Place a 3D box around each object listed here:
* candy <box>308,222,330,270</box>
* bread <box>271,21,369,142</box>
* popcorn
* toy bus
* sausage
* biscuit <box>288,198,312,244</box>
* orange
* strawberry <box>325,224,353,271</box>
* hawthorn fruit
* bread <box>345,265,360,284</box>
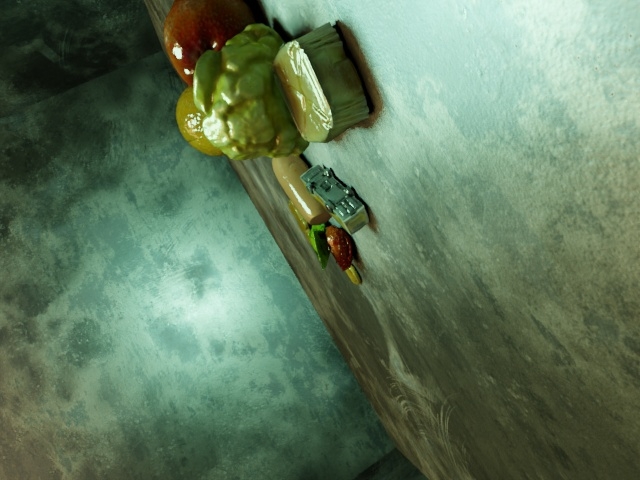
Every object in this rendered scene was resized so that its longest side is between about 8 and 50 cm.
[{"bbox_3d":[0.000,0.000,1.489,0.246,0.069,0.149,-78,-33,-71],"label":"candy"},{"bbox_3d":[0.002,-0.322,0.856,0.210,0.109,0.192,62,161,-11],"label":"bread"},{"bbox_3d":[-0.150,-0.359,1.012,0.334,0.293,0.293,-88,13,-55],"label":"popcorn"},{"bbox_3d":[0.040,-0.128,1.211,0.268,0.092,0.106,48,173,42],"label":"toy bus"},{"bbox_3d":[-0.066,-0.191,1.402,0.304,0.121,0.121,57,168,21],"label":"sausage"},{"bbox_3d":[-0.084,-0.088,1.915,0.240,0.035,0.158,61,170,0],"label":"biscuit"},{"bbox_3d":[-0.449,-0.532,1.735,0.357,0.321,0.322,-105,-7,-60],"label":"orange"},{"bbox_3d":[0.077,0.023,1.447,0.121,0.082,0.188,-96,-19,-54],"label":"strawberry"},{"bbox_3d":[-0.315,-0.579,1.174,0.311,0.294,0.295,52,166,47],"label":"hawthorn fruit"},{"bbox_3d":[0.125,0.130,1.597,0.110,0.024,0.110,56,166,21],"label":"bread"}]
